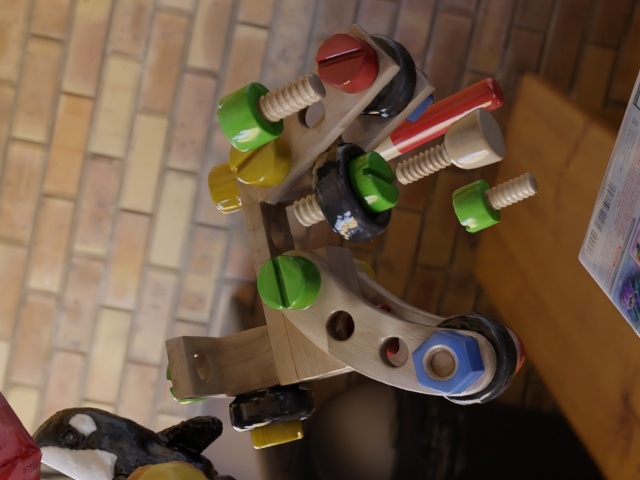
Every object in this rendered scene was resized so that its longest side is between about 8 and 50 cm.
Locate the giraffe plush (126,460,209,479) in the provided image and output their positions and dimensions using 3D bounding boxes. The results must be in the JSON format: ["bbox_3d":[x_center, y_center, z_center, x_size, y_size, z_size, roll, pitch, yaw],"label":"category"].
[{"bbox_3d":[-0.145,0.232,0.874,0.181,0.170,0.210,-23,60,36],"label":"giraffe plush"}]

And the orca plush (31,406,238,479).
[{"bbox_3d":[-0.108,0.204,1.276,0.102,0.287,0.151,-64,-16,-10],"label":"orca plush"}]

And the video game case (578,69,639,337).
[{"bbox_3d":[0.193,-0.023,0.775,0.143,0.019,0.157,-116,35,-58],"label":"video game case"}]

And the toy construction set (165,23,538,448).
[{"bbox_3d":[0.000,0.000,0.994,0.237,0.257,0.309,-24,12,27],"label":"toy construction set"}]

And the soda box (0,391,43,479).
[{"bbox_3d":[-0.262,0.200,1.053,0.092,0.083,0.263,50,150,23],"label":"soda box"}]
